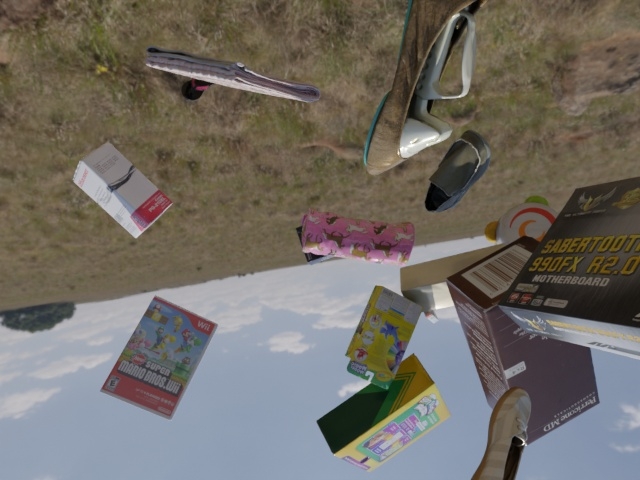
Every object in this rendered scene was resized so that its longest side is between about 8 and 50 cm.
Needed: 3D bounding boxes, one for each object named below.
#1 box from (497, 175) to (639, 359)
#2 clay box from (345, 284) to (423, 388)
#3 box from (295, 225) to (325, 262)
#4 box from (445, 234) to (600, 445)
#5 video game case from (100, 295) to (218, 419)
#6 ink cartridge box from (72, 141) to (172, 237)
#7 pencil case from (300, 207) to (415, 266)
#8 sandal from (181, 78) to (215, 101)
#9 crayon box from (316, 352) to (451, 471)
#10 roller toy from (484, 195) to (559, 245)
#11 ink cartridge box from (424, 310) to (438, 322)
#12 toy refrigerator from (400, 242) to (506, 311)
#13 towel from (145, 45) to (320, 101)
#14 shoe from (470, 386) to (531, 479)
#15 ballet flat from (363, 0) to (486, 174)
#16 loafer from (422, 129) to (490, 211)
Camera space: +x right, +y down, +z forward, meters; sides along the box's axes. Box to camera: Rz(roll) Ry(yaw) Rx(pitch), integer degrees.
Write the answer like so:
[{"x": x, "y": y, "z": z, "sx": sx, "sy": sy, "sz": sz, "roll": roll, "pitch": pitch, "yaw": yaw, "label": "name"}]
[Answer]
[{"x": 0.302, "y": 0.017, "z": 0.396, "sx": 0.183, "sy": 0.056, "sz": 0.231, "roll": -51, "pitch": -170, "yaw": -10, "label": "box"}, {"x": 0.152, "y": 0.238, "z": 1.057, "sx": 0.127, "sy": 0.222, "sz": 0.053, "roll": 28, "pitch": 171, "yaw": -11, "label": "clay box"}, {"x": 0.000, "y": 0.000, "z": 1.763, "sx": 0.158, "sy": 0.156, "sz": 0.093, "roll": -21, "pitch": 169, "yaw": 3, "label": "box"}, {"x": 0.409, "y": 0.206, "z": 0.856, "sx": 0.191, "sy": 0.381, "sz": 0.143, "roll": -28, "pitch": -153, "yaw": -4, "label": "box"}, {"x": -0.444, "y": 0.326, "z": 1.202, "sx": 0.204, "sy": 0.285, "sz": 0.025, "roll": 28, "pitch": 157, "yaw": -10, "label": "video game case"}, {"x": -0.566, "y": -0.139, "z": 1.221, "sx": 0.172, "sy": 0.237, "sz": 0.100, "roll": -22, "pitch": -154, "yaw": 51, "label": "ink cartridge box"}, {"x": 0.122, "y": -0.012, "z": 1.465, "sx": 0.386, "sy": 0.160, "sz": 0.167, "roll": 8, "pitch": -178, "yaw": -4, "label": "pencil case"}, {"x": -0.414, "y": -0.541, "z": 1.469, "sx": 0.040, "sy": 0.067, "sz": 0.179, "roll": -30, "pitch": -159, "yaw": 49, "label": "sandal"}, {"x": 0.198, "y": 0.505, "z": 1.219, "sx": 0.313, "sy": 0.106, "sz": 0.363, "roll": -35, "pitch": 140, "yaw": -2, "label": "crayon box"}, {"x": 0.659, "y": -0.017, "z": 1.368, "sx": 0.209, "sy": 0.191, "sz": 0.146, "roll": -33, "pitch": 169, "yaw": 5, "label": "roller toy"}, {"x": 0.447, "y": 0.295, "z": 1.781, "sx": 0.029, "sy": 0.063, "sz": 0.115, "roll": -36, "pitch": 132, "yaw": 19, "label": "ink cartridge box"}, {"x": 0.349, "y": 0.098, "z": 1.094, "sx": 0.269, "sy": 0.102, "sz": 0.094, "roll": -17, "pitch": -141, "yaw": 22, "label": "toy refrigerator"}, {"x": -0.216, "y": -0.417, "z": 1.082, "sx": 0.332, "sy": 0.053, "sz": 0.317, "roll": 22, "pitch": -162, "yaw": 30, "label": "towel"}, {"x": 0.310, "y": 0.350, "z": 0.706, "sx": 0.058, "sy": 0.076, "sz": 0.219, "roll": -3, "pitch": -131, "yaw": 56, "label": "shoe"}, {"x": 0.167, "y": -0.235, "z": 0.677, "sx": 0.124, "sy": 0.342, "sz": 0.116, "roll": 34, "pitch": -143, "yaw": 25, "label": "ballet flat"}, {"x": 0.313, "y": -0.146, "z": 1.006, "sx": 0.087, "sy": 0.094, "sz": 0.251, "roll": -33, "pitch": 154, "yaw": -27, "label": "loafer"}]
